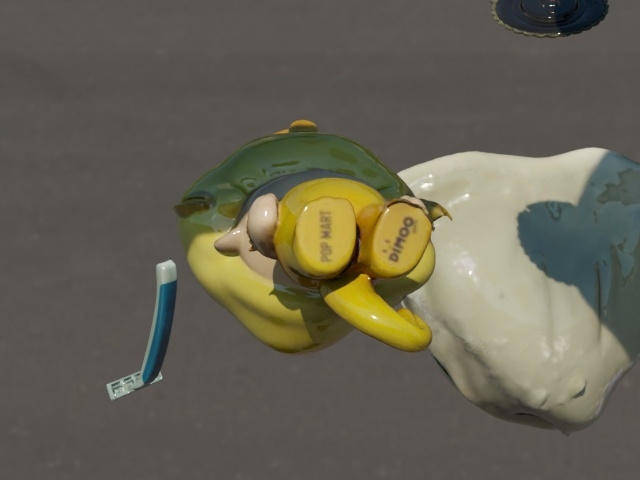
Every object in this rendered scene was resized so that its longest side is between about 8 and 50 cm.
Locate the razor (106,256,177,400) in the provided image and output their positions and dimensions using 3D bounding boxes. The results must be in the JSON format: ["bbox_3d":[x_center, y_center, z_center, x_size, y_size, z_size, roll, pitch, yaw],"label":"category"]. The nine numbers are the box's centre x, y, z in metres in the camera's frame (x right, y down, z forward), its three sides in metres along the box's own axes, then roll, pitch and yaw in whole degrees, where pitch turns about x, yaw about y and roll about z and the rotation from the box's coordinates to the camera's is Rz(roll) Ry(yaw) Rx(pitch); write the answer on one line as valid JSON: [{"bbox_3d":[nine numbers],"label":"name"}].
[{"bbox_3d":[-0.173,0.097,1.718,0.068,0.191,0.037,-22,56,-39],"label":"razor"}]

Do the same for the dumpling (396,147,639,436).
[{"bbox_3d":[0.197,0.034,1.378,0.243,0.318,0.187,-41,33,9],"label":"dumpling"}]

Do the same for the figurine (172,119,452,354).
[{"bbox_3d":[0.000,0.000,0.870,0.156,0.131,0.246,3,2,-6],"label":"figurine"}]

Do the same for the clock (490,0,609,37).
[{"bbox_3d":[0.144,-0.146,1.032,0.074,0.010,0.083,-3,32,4],"label":"clock"}]
